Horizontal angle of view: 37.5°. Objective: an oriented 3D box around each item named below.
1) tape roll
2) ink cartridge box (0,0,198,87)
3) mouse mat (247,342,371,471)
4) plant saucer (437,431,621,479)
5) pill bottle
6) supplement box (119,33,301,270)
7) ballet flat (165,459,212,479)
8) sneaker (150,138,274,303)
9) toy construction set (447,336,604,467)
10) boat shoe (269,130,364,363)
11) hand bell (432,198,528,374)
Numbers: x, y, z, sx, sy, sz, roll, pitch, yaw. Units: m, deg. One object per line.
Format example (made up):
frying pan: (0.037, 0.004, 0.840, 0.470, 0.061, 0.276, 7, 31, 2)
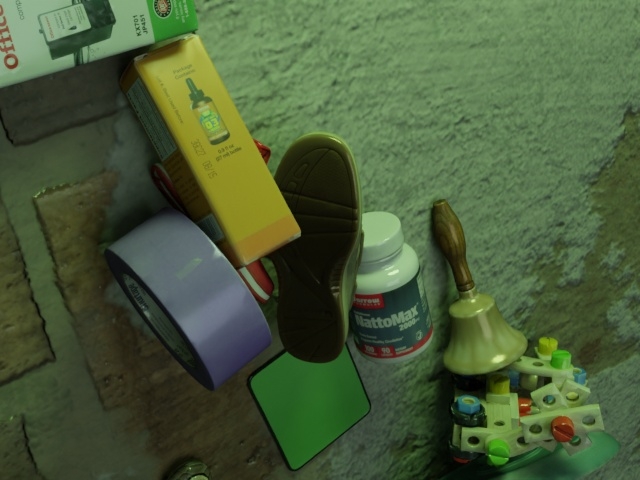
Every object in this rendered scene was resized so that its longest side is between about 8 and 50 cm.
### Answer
tape roll: (-0.141, 0.062, 1.001, 0.080, 0.189, 0.189, -38, 127, -19)
ink cartridge box: (-0.235, -0.244, 0.871, 0.208, 0.087, 0.153, -24, 121, -26)
mouse mat: (-0.010, 0.210, 1.279, 0.152, 0.007, 0.190, -35, 124, -20)
plant saucer: (0.286, 0.342, 1.400, 0.317, 0.317, 0.044, -19, 81, -30)
pill bottle: (0.079, 0.060, 1.216, 0.108, 0.108, 0.180, -30, 123, -23)
supplement box: (-0.114, -0.086, 0.968, 0.078, 0.080, 0.233, -29, 95, -26)
ballet flat: (-0.180, 0.398, 1.197, 0.084, 0.058, 0.250, 7, 104, -39)
sneaker: (-0.083, -0.036, 1.073, 0.128, 0.087, 0.221, -42, 129, -13)
toy construction set: (0.293, 0.237, 1.347, 0.215, 0.327, 0.151, 4, 96, 7)
boat shoe: (0.000, 0.000, 1.094, 0.098, 0.109, 0.302, -67, 161, -55)
hand bell: (0.201, 0.054, 1.327, 0.126, 0.126, 0.242, -28, 110, -25)
